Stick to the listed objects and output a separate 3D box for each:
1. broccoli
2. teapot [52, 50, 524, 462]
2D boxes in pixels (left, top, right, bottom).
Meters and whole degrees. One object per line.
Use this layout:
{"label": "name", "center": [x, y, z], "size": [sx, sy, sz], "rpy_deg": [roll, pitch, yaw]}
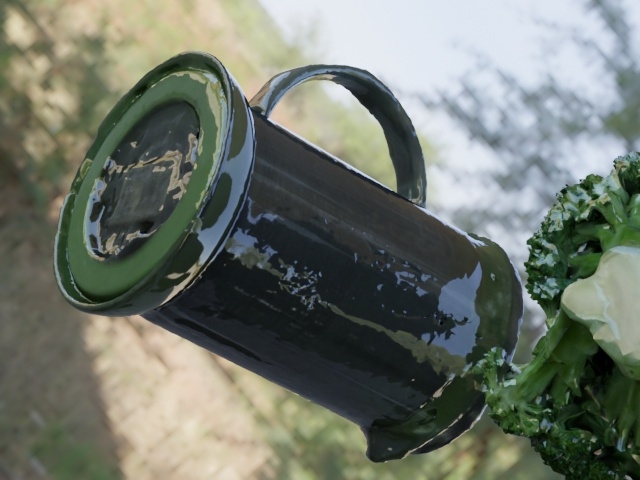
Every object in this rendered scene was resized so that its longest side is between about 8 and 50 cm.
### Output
{"label": "broccoli", "center": [0.243, 0.061, 1.231], "size": [0.269, 0.261, 0.241], "rpy_deg": [41, 5, 34]}
{"label": "teapot", "center": [0.000, 0.000, 1.439], "size": [0.337, 0.270, 0.200], "rpy_deg": [30, -25, -32]}
